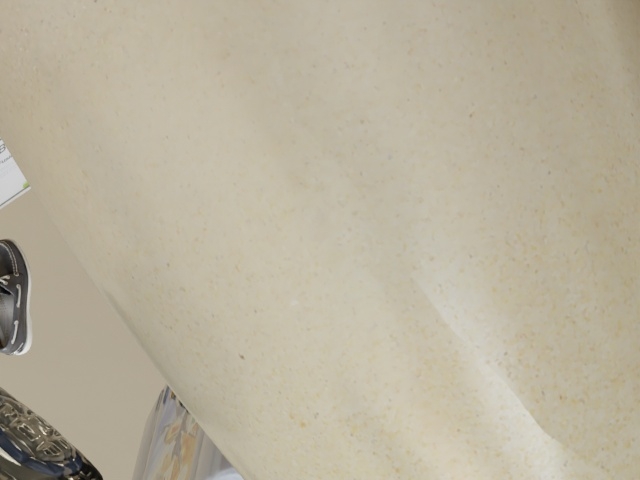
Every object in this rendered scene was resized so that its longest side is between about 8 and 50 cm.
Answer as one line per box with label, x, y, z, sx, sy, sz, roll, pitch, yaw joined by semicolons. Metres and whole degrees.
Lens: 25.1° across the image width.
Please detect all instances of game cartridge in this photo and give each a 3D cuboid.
game cartridge;-0.082;0.146;1.042;0.062;0.297;0.198;17;-128;-16

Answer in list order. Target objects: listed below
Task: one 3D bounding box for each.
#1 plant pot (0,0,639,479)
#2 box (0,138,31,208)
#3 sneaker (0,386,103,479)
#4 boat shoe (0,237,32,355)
plant pot;0.036;0.003;0.526;0.256;0.256;0.274;-17;-103;-37
box;-0.318;-0.161;1.201;0.290;0.087;0.169;33;-130;19
sneaker;-0.178;0.145;0.608;0.111;0.129;0.297;40;-177;5
boat shoe;-0.331;0.058;1.507;0.038;0.046;0.125;13;-110;-67
